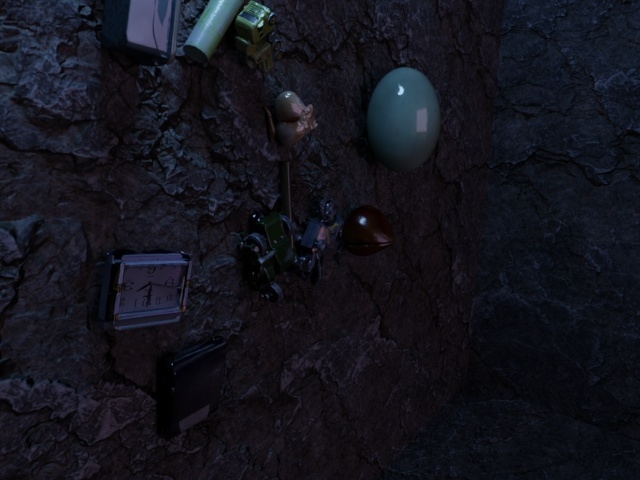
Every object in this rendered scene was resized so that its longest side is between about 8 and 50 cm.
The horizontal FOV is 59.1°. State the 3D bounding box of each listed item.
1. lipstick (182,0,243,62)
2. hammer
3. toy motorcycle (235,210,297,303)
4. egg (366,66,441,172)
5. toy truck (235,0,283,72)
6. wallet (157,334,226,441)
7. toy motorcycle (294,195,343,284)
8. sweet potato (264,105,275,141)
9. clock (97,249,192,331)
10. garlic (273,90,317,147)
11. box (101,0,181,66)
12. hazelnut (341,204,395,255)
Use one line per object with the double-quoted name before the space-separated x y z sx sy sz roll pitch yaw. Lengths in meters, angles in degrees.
"lipstick" -0.249 -0.595 1.447 0.076 0.076 0.304 44 65 -51
"hammer" -0.104 -0.074 1.831 0.044 0.111 0.364 -20 111 -52
"toy motorcycle" -0.159 0.044 1.770 0.205 0.127 0.274 -38 124 -43
"egg" 0.309 -0.444 2.106 0.276 0.276 0.388 -25 119 -49
"toy truck" -0.175 -0.536 1.528 0.116 0.085 0.191 -51 161 -18
"wallet" -0.375 0.426 1.650 0.221 0.072 0.262 -21 121 -55
"toy motorcycle" 0.000 0.000 1.984 0.173 0.108 0.306 29 80 -60
"sweet potato" -0.152 -0.355 1.714 0.026 0.026 0.115 -36 127 -43
"clock" -0.439 0.120 1.425 0.253 0.084 0.186 2 101 -54
"garlic" -0.089 -0.376 1.744 0.124 0.099 0.174 -30 123 -23
"box" -0.383 -0.501 1.226 0.130 0.162 0.226 1 101 -44
"hazelnut" 0.187 -0.031 2.146 0.208 0.208 0.207 -24 120 -49
